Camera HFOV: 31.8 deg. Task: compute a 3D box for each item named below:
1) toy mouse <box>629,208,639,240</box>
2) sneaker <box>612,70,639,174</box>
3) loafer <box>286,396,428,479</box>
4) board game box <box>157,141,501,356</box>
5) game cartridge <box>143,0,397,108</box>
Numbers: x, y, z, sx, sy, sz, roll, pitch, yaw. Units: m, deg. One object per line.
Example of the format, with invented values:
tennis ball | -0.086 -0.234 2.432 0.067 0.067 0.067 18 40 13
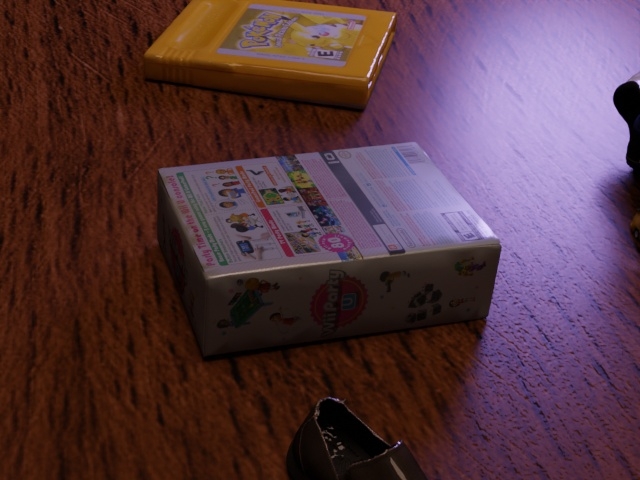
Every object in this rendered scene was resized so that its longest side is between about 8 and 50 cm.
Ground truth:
toy mouse | 0.434 -0.025 1.314 0.143 0.031 0.161 2 32 -4
sneaker | 0.489 -0.123 1.412 0.182 0.127 0.315 -32 53 -22
loafer | 0.048 0.199 0.871 0.080 0.078 0.220 -22 41 -35
board game box | 0.000 0.000 1.168 0.303 0.097 0.224 -6 33 -18
game cartridge | -0.065 -0.293 1.664 0.323 0.053 0.285 10 33 7
